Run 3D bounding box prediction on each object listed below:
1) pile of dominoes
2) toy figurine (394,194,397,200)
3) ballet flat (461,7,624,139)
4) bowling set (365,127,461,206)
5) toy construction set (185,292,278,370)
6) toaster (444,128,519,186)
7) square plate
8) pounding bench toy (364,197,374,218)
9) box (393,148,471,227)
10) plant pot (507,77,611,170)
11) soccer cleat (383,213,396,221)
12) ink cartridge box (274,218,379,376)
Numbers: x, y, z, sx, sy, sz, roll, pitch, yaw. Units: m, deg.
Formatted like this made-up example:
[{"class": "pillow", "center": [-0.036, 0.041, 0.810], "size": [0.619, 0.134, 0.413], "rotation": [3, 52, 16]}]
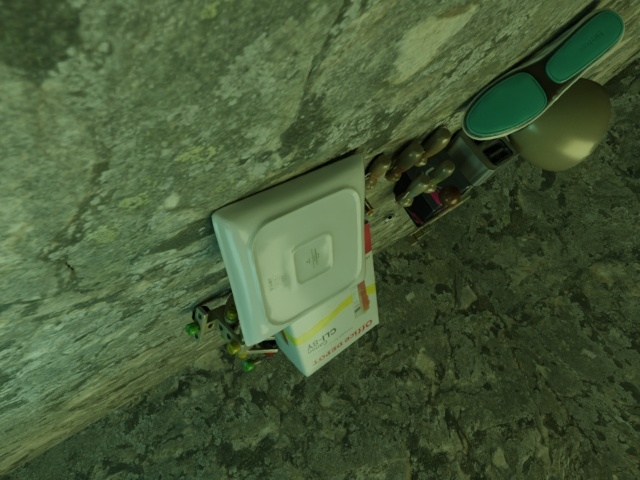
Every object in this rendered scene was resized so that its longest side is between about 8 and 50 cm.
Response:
[{"class": "pile of dominoes", "center": [0.409, -0.066, 1.406], "size": [0.251, 0.040, 0.196], "rotation": [-35, 172, 17]}, {"class": "toy figurine", "center": [0.352, -0.166, 1.562], "size": [0.173, 0.130, 0.159], "rotation": [-11, 178, -2]}, {"class": "ballet flat", "center": [0.528, -0.390, 1.010], "size": [0.400, 0.139, 0.139], "rotation": [-38, 169, 18]}, {"class": "bowling set", "center": [0.251, -0.146, 1.067], "size": [0.286, 0.200, 0.154], "rotation": [-24, 168, -25]}, {"class": "toy construction set", "center": [-0.250, 0.247, 1.218], "size": [0.237, 0.258, 0.309], "rotation": [-9, 157, -45]}, {"class": "toaster", "center": [0.495, -0.277, 1.281], "size": [0.185, 0.168, 0.110], "rotation": [-31, 167, -20]}, {"class": "square plate", "center": [-0.027, 0.032, 0.855], "size": [0.343, 0.049, 0.348], "rotation": [-27, 131, -28]}, {"class": "pounding bench toy", "center": [0.130, -0.095, 1.266], "size": [0.052, 0.065, 0.083], "rotation": [-34, 170, 1]}, {"class": "box", "center": [0.351, -0.166, 1.338], "size": [0.143, 0.165, 0.270], "rotation": [-33, 170, -2]}, {"class": "plant pot", "center": [0.682, -0.373, 1.253], "size": [0.190, 0.284, 0.284], "rotation": [9, 151, -21]}, {"class": "soccer cleat", "center": [0.336, -0.110, 1.953], "size": [0.083, 0.029, 0.035], "rotation": [-20, 168, -36]}, {"class": "ink cartridge box", "center": [-0.003, 0.131, 1.091], "size": [0.279, 0.160, 0.385], "rotation": [-31, 132, -23]}]
